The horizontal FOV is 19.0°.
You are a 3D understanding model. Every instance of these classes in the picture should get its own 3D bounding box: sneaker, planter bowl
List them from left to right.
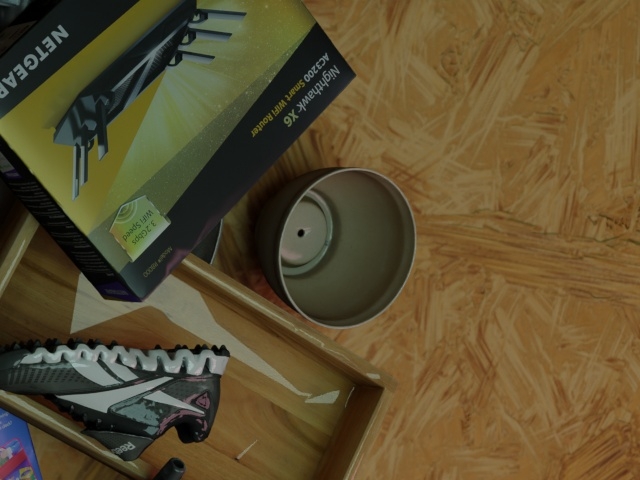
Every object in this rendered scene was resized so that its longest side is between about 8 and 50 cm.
[{"bbox_3d":[-0.186,0.139,1.667,0.234,0.078,0.106,5,84,-31],"label":"sneaker"},{"bbox_3d":[0.000,0.000,1.926,0.162,0.109,0.162,-7,103,-32],"label":"planter bowl"}]

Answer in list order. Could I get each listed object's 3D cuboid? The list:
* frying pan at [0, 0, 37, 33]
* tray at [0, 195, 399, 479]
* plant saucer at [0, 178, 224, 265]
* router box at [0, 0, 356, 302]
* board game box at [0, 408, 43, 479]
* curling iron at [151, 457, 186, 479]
[{"bbox_3d":[-0.258,-0.239,1.696,0.326,0.053,0.197,36,77,-36],"label":"frying pan"},{"bbox_3d":[-0.138,0.125,1.781,0.411,0.076,0.202,33,73,-24],"label":"tray"},{"bbox_3d":[-0.235,-0.031,1.805,0.311,0.050,0.310,-8,105,-31],"label":"plant saucer"},{"bbox_3d":[-0.148,-0.136,1.691,0.309,0.081,0.243,-48,114,-23],"label":"router box"},{"bbox_3d":[-0.406,0.286,1.715,0.347,0.078,0.233,-25,113,-35],"label":"board game box"},{"bbox_3d":[-0.187,0.302,1.765,0.274,0.068,0.035,-60,163,24],"label":"curling iron"}]
